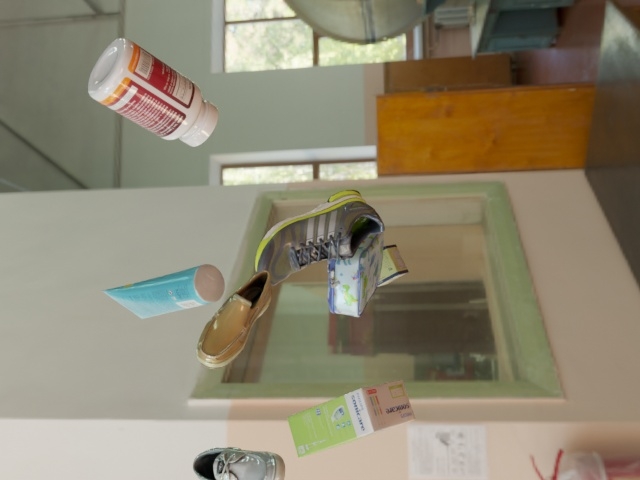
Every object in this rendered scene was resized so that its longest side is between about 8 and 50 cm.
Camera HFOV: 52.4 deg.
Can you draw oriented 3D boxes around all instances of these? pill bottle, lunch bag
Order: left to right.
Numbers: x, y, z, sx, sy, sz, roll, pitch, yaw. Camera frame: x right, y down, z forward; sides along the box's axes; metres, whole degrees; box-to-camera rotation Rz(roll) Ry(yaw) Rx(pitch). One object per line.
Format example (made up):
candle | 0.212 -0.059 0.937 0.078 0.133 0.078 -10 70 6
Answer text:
pill bottle | -0.210 -0.183 0.834 0.152 0.086 0.086 30 -129 -40
lunch bag | 0.084 0.071 1.521 0.219 0.090 0.176 -47 -39 -62

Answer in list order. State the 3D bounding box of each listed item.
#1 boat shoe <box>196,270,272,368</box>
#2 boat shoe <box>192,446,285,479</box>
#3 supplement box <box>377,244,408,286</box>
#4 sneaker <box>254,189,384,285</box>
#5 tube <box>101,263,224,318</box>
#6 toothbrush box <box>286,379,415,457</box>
boat shoe | -0.130 0.112 0.998 0.190 0.068 0.072 -60 -7 -49
boat shoe | -0.146 0.391 1.098 0.227 0.081 0.079 -21 53 50
supplement box | 0.170 0.066 1.704 0.056 0.083 0.083 -7 -111 -53
sneaker | 0.000 0.000 1.314 0.121 0.300 0.111 33 149 46
tube | -0.222 0.078 0.917 0.080 0.207 0.052 49 -135 -29
toothbrush box | 0.084 0.494 1.804 0.206 0.283 0.122 5 -118 -50
